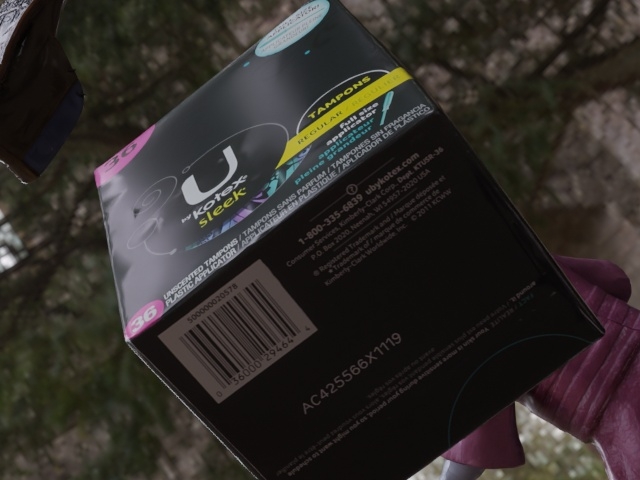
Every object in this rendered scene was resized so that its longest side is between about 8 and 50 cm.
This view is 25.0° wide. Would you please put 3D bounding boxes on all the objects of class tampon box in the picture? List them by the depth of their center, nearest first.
[{"bbox_3d":[0.000,0.000,0.514,0.120,0.161,0.101,-38,-64,3],"label":"tampon box"}]

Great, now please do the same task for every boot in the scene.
[{"bbox_3d":[-0.255,-0.153,1.295,0.106,0.082,0.219,48,-130,-28],"label":"boot"}]

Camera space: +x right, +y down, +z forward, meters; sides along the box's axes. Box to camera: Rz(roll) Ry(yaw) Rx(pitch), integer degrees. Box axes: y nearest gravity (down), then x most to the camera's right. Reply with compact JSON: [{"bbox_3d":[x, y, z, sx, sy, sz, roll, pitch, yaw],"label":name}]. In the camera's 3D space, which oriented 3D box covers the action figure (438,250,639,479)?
[{"bbox_3d":[0.187,0.092,0.959,0.248,0.370,0.276,-55,-16,-38],"label":"action figure"}]
